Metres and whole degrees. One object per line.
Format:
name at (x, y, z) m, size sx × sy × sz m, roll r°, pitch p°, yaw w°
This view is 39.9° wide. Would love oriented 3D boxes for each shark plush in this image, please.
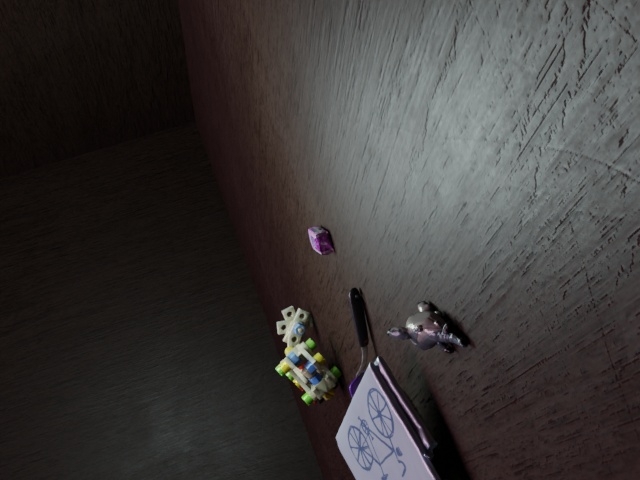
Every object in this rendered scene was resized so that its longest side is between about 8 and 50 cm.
shark plush at (0.167, 0.128, 1.228) m, size 0.067 × 0.073 × 0.161 m, roll 54°, pitch 152°, yaw -11°

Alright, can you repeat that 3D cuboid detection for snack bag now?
snack bag at (0.140, 0.409, 1.500) m, size 0.342 × 0.037 × 0.323 m, roll 59°, pitch 153°, yaw 28°

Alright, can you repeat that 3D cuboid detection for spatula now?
spatula at (0.084, 0.226, 1.765) m, size 0.030 × 0.084 × 0.296 m, roll 13°, pitch 121°, yaw 35°

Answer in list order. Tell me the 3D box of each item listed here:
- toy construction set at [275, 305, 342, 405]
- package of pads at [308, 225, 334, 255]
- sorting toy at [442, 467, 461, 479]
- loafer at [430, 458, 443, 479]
toy construction set at (-0.048, 0.315, 2.326) m, size 0.215 × 0.151 × 0.327 m, roll 50°, pitch -173°, yaw -22°
package of pads at (0.000, 0.000, 1.860) m, size 0.083 × 0.032 × 0.050 m, roll -145°, pitch 36°, yaw -73°
sorting toy at (0.210, 0.420, 1.446) m, size 0.102 × 0.042 × 0.061 m, roll 83°, pitch 165°, yaw -47°
loafer at (0.158, 0.462, 1.642) m, size 0.302 × 0.095 × 0.109 m, roll 99°, pitch 151°, yaw -69°
